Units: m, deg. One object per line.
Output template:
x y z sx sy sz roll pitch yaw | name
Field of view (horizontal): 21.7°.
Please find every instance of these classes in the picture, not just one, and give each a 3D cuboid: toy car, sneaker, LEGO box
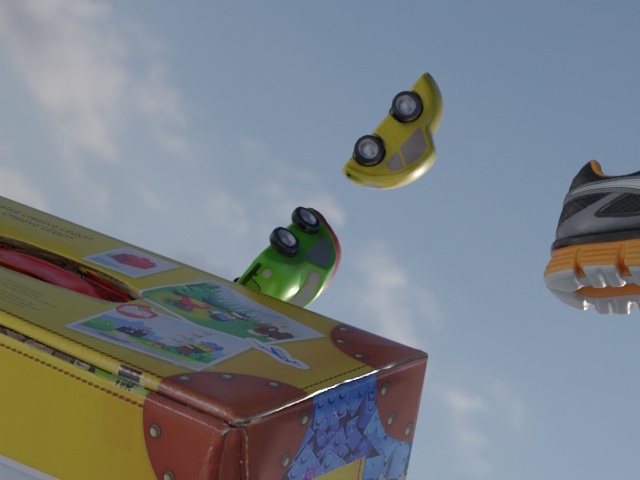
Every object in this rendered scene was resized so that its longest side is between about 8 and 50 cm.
0.000 0.000 1.202 0.053 0.225 0.239 40 -59 1 | toy car
0.228 -0.013 0.916 0.084 0.215 0.083 55 37 -55 | sneaker
-0.212 0.185 1.114 0.500 0.193 0.372 19 -71 32 | LEGO box
